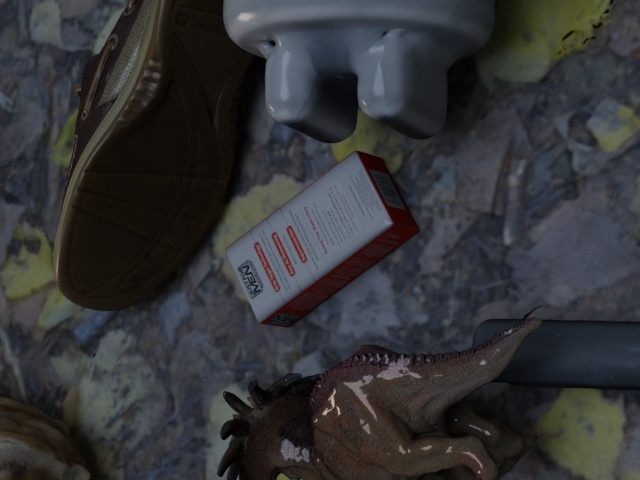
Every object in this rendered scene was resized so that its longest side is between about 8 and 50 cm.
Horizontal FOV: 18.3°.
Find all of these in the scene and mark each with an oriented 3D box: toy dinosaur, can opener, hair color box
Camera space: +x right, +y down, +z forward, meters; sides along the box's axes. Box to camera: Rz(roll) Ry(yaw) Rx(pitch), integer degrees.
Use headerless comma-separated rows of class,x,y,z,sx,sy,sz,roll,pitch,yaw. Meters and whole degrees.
toy dinosaur,0.030,0.132,1.407,0.200,0.127,0.296,41,135,7
can opener,0.236,0.104,1.351,0.283,0.076,0.095,-1,82,34
hair color box,0.000,0.000,1.539,0.141,0.043,0.072,-36,66,23

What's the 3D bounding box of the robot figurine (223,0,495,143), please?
robot figurine,0.029,-0.253,1.459,0.300,0.200,0.353,0,83,18

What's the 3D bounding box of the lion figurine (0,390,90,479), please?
lion figurine,-0.390,0.211,1.692,0.392,0.240,0.142,-26,47,41

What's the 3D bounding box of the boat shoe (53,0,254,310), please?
boat shoe,-0.137,-0.112,1.618,0.123,0.123,0.342,39,113,61
